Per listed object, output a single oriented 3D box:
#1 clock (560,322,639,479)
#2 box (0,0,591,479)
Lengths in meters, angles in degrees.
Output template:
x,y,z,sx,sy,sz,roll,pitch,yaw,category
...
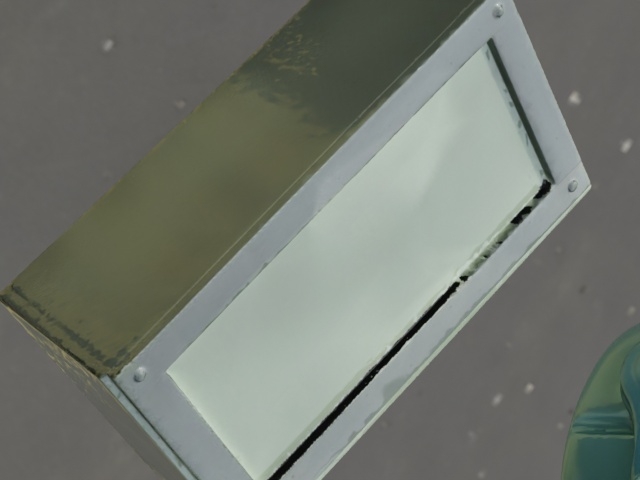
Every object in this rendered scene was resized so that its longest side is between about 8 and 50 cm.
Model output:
x,y,z,sx,sy,sz,roll,pitch,yaw,category
0.205,0.130,0.755,0.274,0.094,0.224,-24,105,-46,clock
0.000,0.000,0.627,0.225,0.086,0.129,-46,133,-15,box
